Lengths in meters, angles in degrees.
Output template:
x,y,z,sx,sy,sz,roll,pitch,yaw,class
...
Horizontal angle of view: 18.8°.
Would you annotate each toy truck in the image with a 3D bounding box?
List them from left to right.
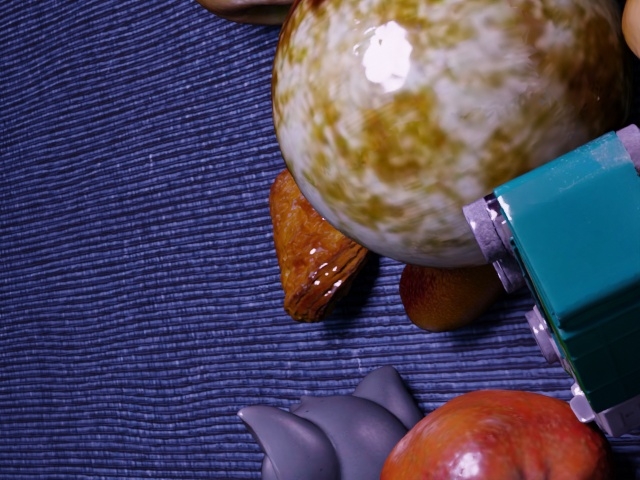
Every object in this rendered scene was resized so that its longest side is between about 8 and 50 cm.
x,y,z,sx,sy,sz,roll,pitch,yaw,class
0.169,0.026,1.154,0.114,0.253,0.124,-26,55,4,toy truck

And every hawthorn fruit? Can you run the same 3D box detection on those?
x,y,z,sx,sy,sz,roll,pitch,yaw,class
0.108,0.166,1.306,0.203,0.163,0.162,-153,73,-70,hawthorn fruit

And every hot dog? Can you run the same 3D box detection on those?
x,y,z,sx,sy,sz,roll,pitch,yaw,class
-0.003,0.001,1.574,0.099,0.065,0.147,-55,31,36,hot dog

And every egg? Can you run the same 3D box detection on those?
x,y,z,sx,sy,sz,roll,pitch,yaw,class
0.092,-0.112,1.284,0.238,0.238,0.289,-54,5,36,egg

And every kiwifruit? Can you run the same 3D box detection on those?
x,y,z,sx,sy,sz,roll,pitch,yaw,class
0.105,0.017,1.402,0.124,0.075,0.075,-57,41,38,kiwifruit

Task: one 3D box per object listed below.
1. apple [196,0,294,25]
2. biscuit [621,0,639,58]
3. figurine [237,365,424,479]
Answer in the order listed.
x,y,z,sx,sy,sz,roll,pitch,yaw,class
-0.059,-0.280,1.632,0.207,0.174,0.188,145,129,-68,apple
0.224,-0.107,1.110,0.164,0.047,0.208,103,165,-48,biscuit
0.029,0.227,1.394,0.265,0.193,0.140,56,129,30,figurine
